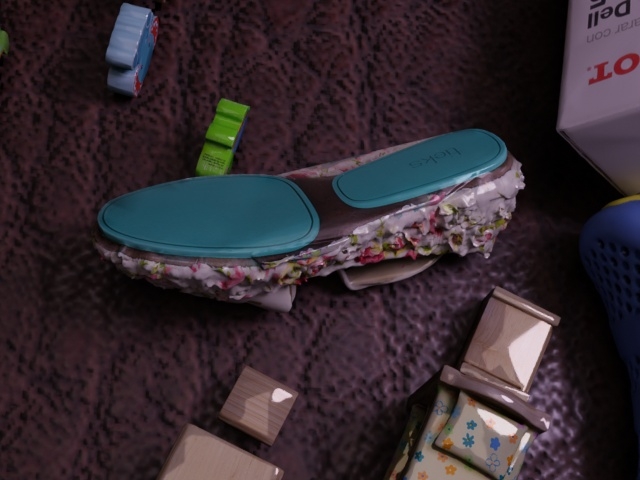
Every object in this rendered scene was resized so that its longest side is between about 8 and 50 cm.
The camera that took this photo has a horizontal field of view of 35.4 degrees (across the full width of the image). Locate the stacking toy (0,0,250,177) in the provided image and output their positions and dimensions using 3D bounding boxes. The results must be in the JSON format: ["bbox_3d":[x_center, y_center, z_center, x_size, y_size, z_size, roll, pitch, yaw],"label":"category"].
[{"bbox_3d":[-0.104,-0.148,0.607,0.167,0.052,0.221,16,73,1],"label":"stacking toy"}]

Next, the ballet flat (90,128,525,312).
[{"bbox_3d":[0.000,0.000,0.552,0.241,0.077,0.091,-11,37,-9],"label":"ballet flat"}]

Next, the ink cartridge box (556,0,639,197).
[{"bbox_3d":[0.251,-0.168,0.549,0.115,0.198,0.273,32,58,-38],"label":"ink cartridge box"}]

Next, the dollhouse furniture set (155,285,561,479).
[{"bbox_3d":[0.028,0.078,0.516,0.161,0.101,0.182,26,71,3],"label":"dollhouse furniture set"}]

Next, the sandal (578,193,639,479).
[{"bbox_3d":[0.216,0.123,0.516,0.138,0.126,0.317,-24,75,-9],"label":"sandal"}]
